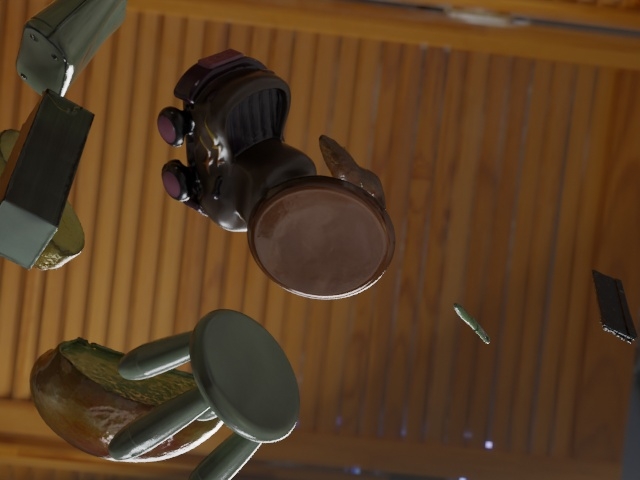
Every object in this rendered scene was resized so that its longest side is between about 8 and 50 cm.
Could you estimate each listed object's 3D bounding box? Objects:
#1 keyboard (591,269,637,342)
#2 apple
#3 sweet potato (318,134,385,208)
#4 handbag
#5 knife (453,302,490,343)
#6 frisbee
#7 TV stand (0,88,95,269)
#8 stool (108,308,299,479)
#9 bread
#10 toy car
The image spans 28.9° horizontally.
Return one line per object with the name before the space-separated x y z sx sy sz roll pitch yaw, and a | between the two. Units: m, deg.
keyboard | 0.568 0.126 2.427 0.231 0.072 0.023 -79 -167 -63
apple | -0.317 0.281 2.095 0.254 0.346 0.179 -29 -134 61
sweet potato | 0.055 -0.124 2.289 0.202 0.058 0.055 41 27 -37
handbag | -0.369 -0.383 2.102 0.315 0.109 0.241 -46 -179 -28
knife | 0.296 0.160 2.430 0.207 0.014 0.030 45 27 -54
frisbee | 0.000 0.000 2.076 0.021 0.251 0.251 -80 179 -54
TV stand | -0.375 -0.088 1.651 0.088 0.083 0.269 -51 -159 31
stool | -0.162 0.218 1.703 0.199 0.195 0.195 -32 -142 28
bread | -0.491 -0.064 2.074 0.245 0.094 0.102 60 27 -8
toy car | -0.137 -0.173 2.352 0.240 0.271 0.340 26 -49 39
